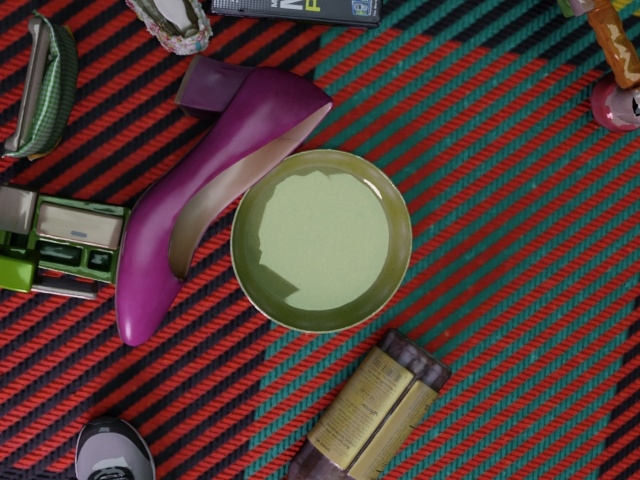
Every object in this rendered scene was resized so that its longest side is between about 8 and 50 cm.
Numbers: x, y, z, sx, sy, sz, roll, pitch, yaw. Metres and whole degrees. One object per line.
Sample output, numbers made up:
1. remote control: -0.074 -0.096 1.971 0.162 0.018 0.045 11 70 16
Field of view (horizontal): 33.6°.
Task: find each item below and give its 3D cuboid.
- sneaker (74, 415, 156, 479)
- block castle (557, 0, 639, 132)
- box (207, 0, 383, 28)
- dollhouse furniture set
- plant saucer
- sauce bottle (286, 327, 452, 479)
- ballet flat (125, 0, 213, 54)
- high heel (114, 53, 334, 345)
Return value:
1. sneaker: -0.253 0.355 1.342 0.100 0.108 0.271 -7 98 -9
2. block castle: 0.408 -0.392 1.332 0.303 0.213 0.453 -28 96 5
3. box: -0.023 -0.405 1.308 0.216 0.060 0.270 3 97 -13
4. dollhouse furniture set: -0.280 -0.096 1.225 0.151 0.197 0.301 11 96 -12
5. plant saucer: 0.000 0.000 1.382 0.241 0.037 0.240 -2 98 -11
6. sauce bottle: 0.032 0.277 1.390 0.111 0.111 0.344 39 89 -14
7. ballet flat: -0.214 -0.326 1.270 0.091 0.077 0.241 -44 103 -3
8. high heel: -0.122 -0.035 1.281 0.181 0.127 0.377 17 91 12
